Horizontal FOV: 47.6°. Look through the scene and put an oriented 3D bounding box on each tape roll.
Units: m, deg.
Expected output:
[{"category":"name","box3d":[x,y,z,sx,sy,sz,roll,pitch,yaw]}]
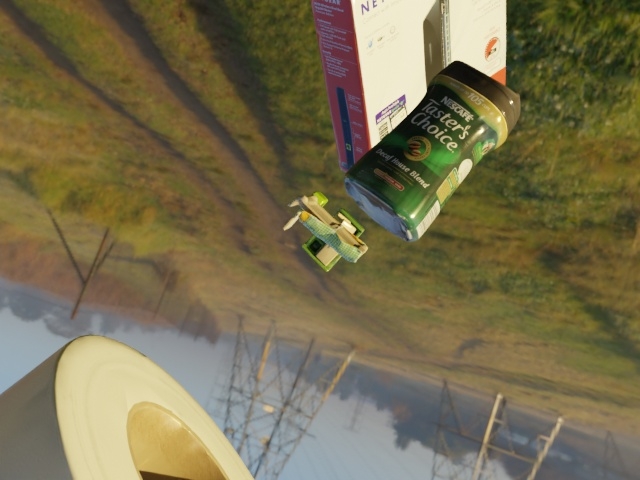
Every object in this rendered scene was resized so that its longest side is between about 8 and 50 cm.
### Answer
[{"category":"tape roll","box3d":[-0.144,0.205,0.456,0.246,0.169,0.246,52,-178,-3]}]

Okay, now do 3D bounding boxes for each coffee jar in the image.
[{"category":"coffee jar","box3d":[0.116,-0.095,0.737,0.096,0.184,0.079,37,169,25]}]

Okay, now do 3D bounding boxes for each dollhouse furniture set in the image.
[{"category":"dollhouse furniture set","box3d":[0.000,0.000,0.679,0.076,0.058,0.151,44,-171,3]}]

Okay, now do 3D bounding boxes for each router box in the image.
[{"category":"router box","box3d":[0.148,-0.294,1.092,0.082,0.335,0.301,29,146,37]}]
